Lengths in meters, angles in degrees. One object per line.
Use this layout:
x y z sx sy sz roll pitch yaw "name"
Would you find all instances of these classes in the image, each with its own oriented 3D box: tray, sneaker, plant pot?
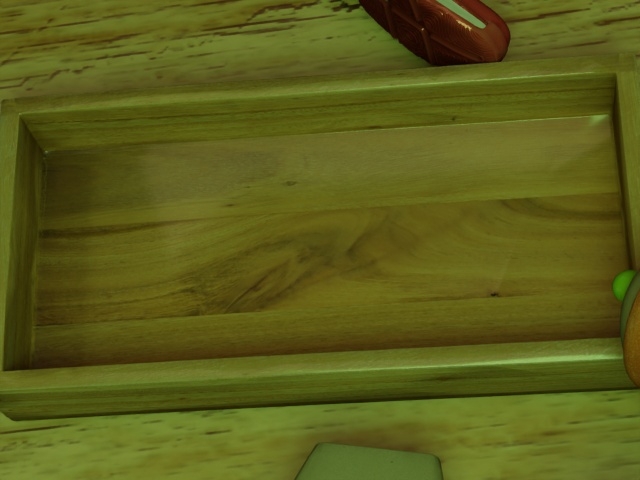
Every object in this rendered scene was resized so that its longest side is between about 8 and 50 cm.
0.000 0.000 1.013 0.411 0.076 0.203 -4 67 7 "tray"
0.071 -0.210 1.076 0.128 0.087 0.221 -43 61 -12 "sneaker"
0.028 0.178 0.920 0.109 0.109 0.096 5 55 10 "plant pot"

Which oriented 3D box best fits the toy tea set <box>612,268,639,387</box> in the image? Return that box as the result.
0.175 0.144 0.878 0.124 0.200 0.336 28 74 37 "toy tea set"
